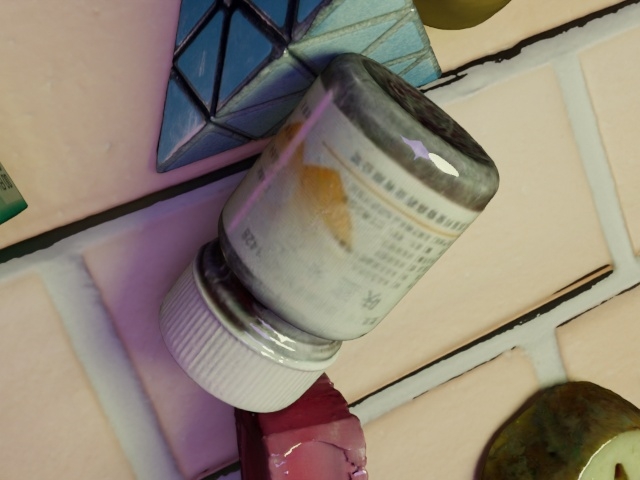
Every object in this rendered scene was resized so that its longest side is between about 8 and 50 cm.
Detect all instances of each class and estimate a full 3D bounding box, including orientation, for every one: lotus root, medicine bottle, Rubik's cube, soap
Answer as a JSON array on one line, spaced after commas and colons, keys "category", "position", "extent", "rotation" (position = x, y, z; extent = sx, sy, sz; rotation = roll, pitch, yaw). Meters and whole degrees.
[{"category": "lotus root", "position": [0.274, 0.262, 0.768], "extent": [0.138, 0.119, 0.235], "rotation": [44, 82, -23]}, {"category": "medicine bottle", "position": [0.000, 0.000, 0.577], "extent": [0.165, 0.165, 0.273], "rotation": [32, 112, -19]}, {"category": "Rubik's cube", "position": [-0.021, -0.198, 0.610], "extent": [0.228, 0.229, 0.233], "rotation": [11, 136, 16]}, {"category": "soap", "position": [-0.010, 0.264, 0.648], "extent": [0.099, 0.162, 0.250], "rotation": [-8, 99, -18]}]

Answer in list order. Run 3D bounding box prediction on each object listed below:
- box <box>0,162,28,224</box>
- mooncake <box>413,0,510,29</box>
[{"category": "box", "position": [-0.292, -0.058, 0.479], "extent": [0.092, 0.245, 0.153], "rotation": [-31, 103, -11]}, {"category": "mooncake", "position": [0.115, -0.328, 0.655], "extent": [0.235, 0.117, 0.234], "rotation": [1, 85, -15]}]
